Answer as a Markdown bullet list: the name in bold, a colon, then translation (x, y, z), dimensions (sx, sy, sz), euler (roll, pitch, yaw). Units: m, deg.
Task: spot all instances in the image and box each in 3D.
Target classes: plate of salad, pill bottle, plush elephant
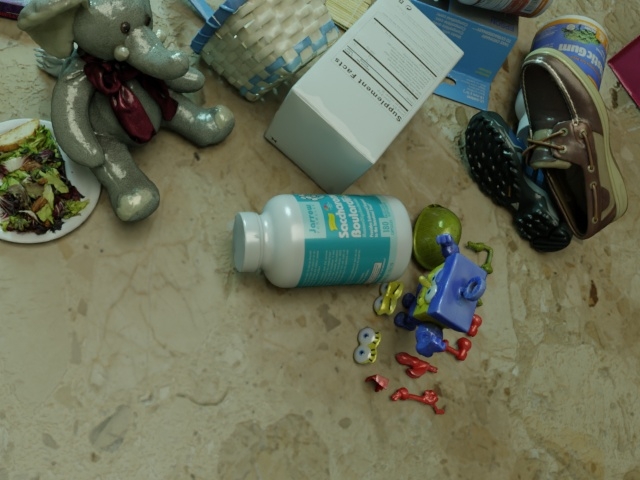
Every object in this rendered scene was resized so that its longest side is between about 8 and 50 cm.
- **plate of salad**: translation (-0.428, -0.094, 0.917), dimensions (0.199, 0.048, 0.200), euler (7, 70, -18)
- **pill bottle**: translation (0.480, -0.305, 1.253), dimensions (0.152, 0.152, 0.272), euler (26, 65, -10)
- **pill bottle**: translation (0.000, 0.000, 0.982), dimensions (0.264, 0.146, 0.146), euler (-2, 73, -20)
- **plush elephant**: translation (-0.279, -0.251, 0.897), dimensions (0.330, 0.255, 0.272), euler (42, 54, 2)
- **pill bottle**: translation (0.324, -0.495, 1.161), dimensions (0.216, 0.121, 0.121), euler (5, 71, -18)

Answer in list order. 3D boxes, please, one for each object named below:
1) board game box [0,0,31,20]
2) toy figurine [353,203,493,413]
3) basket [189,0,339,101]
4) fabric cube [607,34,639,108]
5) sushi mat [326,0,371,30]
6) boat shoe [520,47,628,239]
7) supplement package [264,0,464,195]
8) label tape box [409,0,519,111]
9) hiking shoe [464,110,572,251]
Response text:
- **board game box**: translation (-0.525, -0.529, 1.032), dimensions (0.208, 0.056, 0.347), euler (10, 69, -21)
- **toy figurine**: translation (0.223, 0.084, 0.995), dimensions (0.191, 0.217, 0.363), euler (31, 65, -7)
- **basket**: translation (-0.129, -0.393, 1.019), dimensions (0.289, 0.254, 0.201), euler (49, 66, -19)
- **fabric cube**: translation (0.860, -0.395, 1.363), dimensions (0.258, 0.254, 0.259), euler (-27, 83, -26)
- **sushi mat**: translation (-0.041, -0.536, 1.212), dimensions (0.316, 0.019, 0.151), euler (28, 65, -11)
- **boat shoe**: translation (0.421, -0.161, 1.084), dimensions (0.123, 0.123, 0.342), euler (-33, 107, -25)
- **supplement package**: translation (0.073, -0.250, 1.072), dimensions (0.175, 0.177, 0.293), euler (42, 66, -5)
- **label tape box**: translation (0.273, -0.459, 1.258), dimensions (0.240, 0.106, 0.334), euler (14, 68, -14)
- **hiking shoe**: translation (0.390, -0.125, 1.196), dimensions (0.132, 0.113, 0.304), euler (-39, 98, -34)
